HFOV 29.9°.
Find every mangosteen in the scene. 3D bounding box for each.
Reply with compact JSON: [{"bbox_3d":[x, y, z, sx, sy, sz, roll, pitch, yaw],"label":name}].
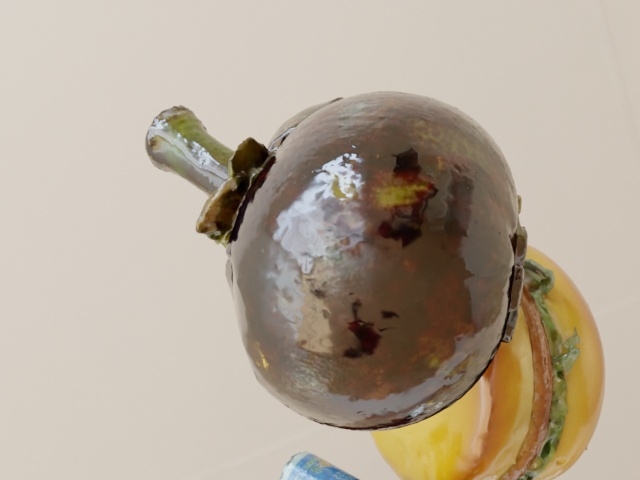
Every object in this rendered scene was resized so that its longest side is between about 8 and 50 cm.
[{"bbox_3d":[0.000,0.000,0.825,0.289,0.231,0.231,19,-56,15],"label":"mangosteen"}]

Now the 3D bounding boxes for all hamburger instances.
[{"bbox_3d":[0.146,0.102,1.042,0.170,0.246,0.246,0,-55,-29],"label":"hamburger"}]

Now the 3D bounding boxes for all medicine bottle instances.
[{"bbox_3d":[0.053,0.233,0.974,0.191,0.051,0.051,23,-49,28],"label":"medicine bottle"}]
